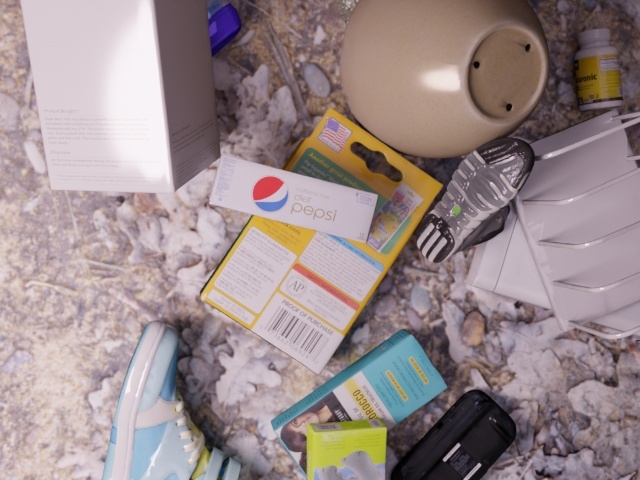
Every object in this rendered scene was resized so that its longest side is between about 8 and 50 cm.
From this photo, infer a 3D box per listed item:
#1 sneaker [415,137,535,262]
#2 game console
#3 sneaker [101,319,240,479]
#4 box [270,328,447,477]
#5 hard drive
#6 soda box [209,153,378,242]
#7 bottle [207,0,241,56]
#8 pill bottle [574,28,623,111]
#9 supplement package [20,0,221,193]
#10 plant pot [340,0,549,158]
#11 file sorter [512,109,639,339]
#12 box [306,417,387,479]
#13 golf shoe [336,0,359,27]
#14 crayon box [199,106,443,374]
[{"bbox_3d":[0.237,-0.063,1.290,0.132,0.228,0.086,-11,61,-45],"label":"sneaker"},{"bbox_3d":[0.156,0.390,1.386,0.213,0.044,0.361,44,87,-9],"label":"game console"},{"bbox_3d":[-0.187,0.277,1.292,0.208,0.127,0.319,12,100,-6],"label":"sneaker"},{"bbox_3d":[0.055,0.240,1.354,0.244,0.060,0.100,-35,97,-5],"label":"box"},{"bbox_3d":[0.422,0.006,1.403,0.353,0.047,0.233,17,90,-9],"label":"hard drive"},{"bbox_3d":[-0.037,-0.055,1.238,0.216,0.074,0.069,15,90,-7],"label":"soda box"},{"bbox_3d":[-0.236,-0.368,1.269,0.118,0.092,0.283,-41,97,1],"label":"bottle"},{"bbox_3d":[0.413,-0.254,1.380,0.065,0.065,0.116,-7,93,-8],"label":"pill bottle"},{"bbox_3d":[-0.246,-0.225,1.172,0.178,0.175,0.293,3,111,15],"label":"supplement package"},{"bbox_3d":[0.196,-0.235,1.242,0.284,0.191,0.284,-8,110,-24],"label":"plant pot"},{"bbox_3d":[0.405,-0.027,1.289,0.193,0.173,0.277,-22,95,-7],"label":"file sorter"},{"bbox_3d":[0.035,0.345,1.308,0.109,0.042,0.178,-2,100,-13],"label":"box"},{"bbox_3d":[0.097,-0.311,1.338,0.086,0.069,0.176,-47,107,-10],"label":"golf shoe"},{"bbox_3d":[0.000,0.000,1.324,0.203,0.083,0.323,34,88,-8],"label":"crayon box"}]
